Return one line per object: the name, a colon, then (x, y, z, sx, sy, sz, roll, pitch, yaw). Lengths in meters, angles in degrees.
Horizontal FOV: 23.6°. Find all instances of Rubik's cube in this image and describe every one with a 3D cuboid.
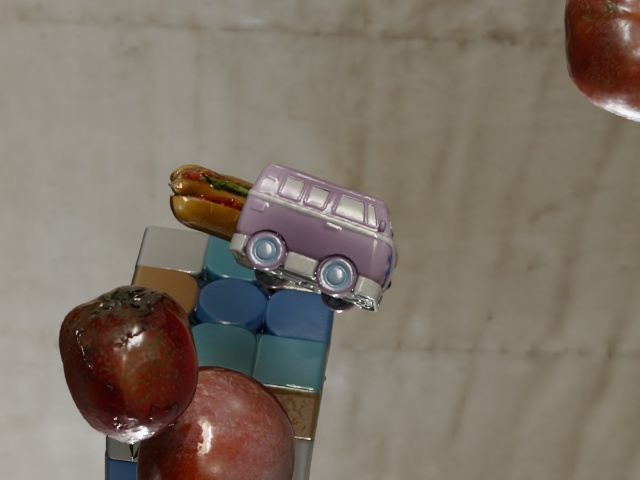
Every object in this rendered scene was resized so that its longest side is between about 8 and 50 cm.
Rubik's cube: (-0.162, 0.224, 2.552, 0.346, 0.344, 0.347, -82, 179, -50)

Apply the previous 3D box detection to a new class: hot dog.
hot dog: (-0.118, -0.043, 2.015, 0.235, 0.062, 0.092, 17, 62, -49)

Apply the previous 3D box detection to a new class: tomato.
tomato: (-0.149, 0.314, 2.199, 0.270, 0.227, 0.270, 11, 90, -85)
tomato: (0.433, -0.272, 2.000, 0.095, 0.236, 0.237, 129, -36, -76)

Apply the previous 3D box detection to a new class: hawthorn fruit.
hawthorn fruit: (-0.232, 0.172, 1.915, 0.181, 0.181, 0.235, -93, 179, -60)

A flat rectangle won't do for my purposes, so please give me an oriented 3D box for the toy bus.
toy bus: (0.000, 0.000, 1.929, 0.142, 0.202, 0.142, 79, 31, -76)
